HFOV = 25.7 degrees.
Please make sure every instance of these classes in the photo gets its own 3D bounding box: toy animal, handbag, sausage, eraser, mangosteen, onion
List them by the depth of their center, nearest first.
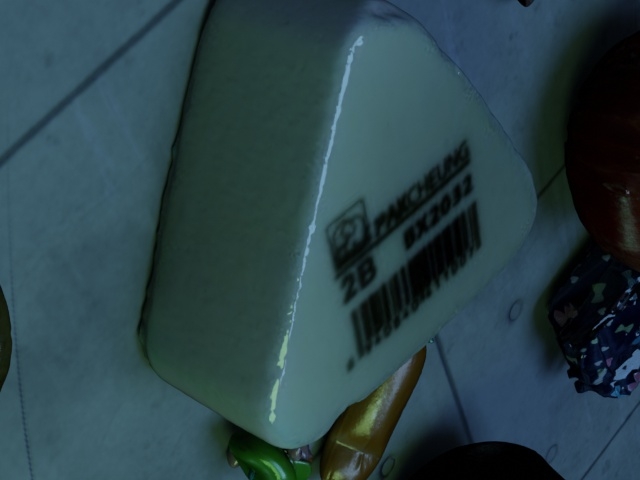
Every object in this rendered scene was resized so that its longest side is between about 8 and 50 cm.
[{"bbox_3d":[0.000,0.000,1.061,0.331,0.150,0.331,-29,132,-37],"label":"eraser"},{"bbox_3d":[0.001,0.116,1.188,0.208,0.100,0.103,-42,117,-15],"label":"toy animal"},{"bbox_3d":[0.048,0.153,1.293,0.062,0.054,0.183,20,97,-22],"label":"sausage"},{"bbox_3d":[0.191,0.310,1.390,0.228,0.265,0.228,8,79,-48],"label":"mangosteen"},{"bbox_3d":[0.377,-0.094,1.390,0.276,0.276,0.276,-29,131,-39],"label":"onion"},{"bbox_3d":[0.352,0.051,1.567,0.260,0.113,0.162,-52,136,-15],"label":"handbag"}]

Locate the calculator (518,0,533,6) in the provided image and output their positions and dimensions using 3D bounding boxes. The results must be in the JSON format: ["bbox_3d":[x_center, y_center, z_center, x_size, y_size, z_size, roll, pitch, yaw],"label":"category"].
[{"bbox_3d":[0.214,-0.315,1.147,0.220,0.048,0.330,-60,170,-10],"label":"calculator"}]

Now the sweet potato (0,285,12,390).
[{"bbox_3d":[-0.239,0.090,0.891,0.081,0.062,0.233,3,105,-51],"label":"sweet potato"}]
